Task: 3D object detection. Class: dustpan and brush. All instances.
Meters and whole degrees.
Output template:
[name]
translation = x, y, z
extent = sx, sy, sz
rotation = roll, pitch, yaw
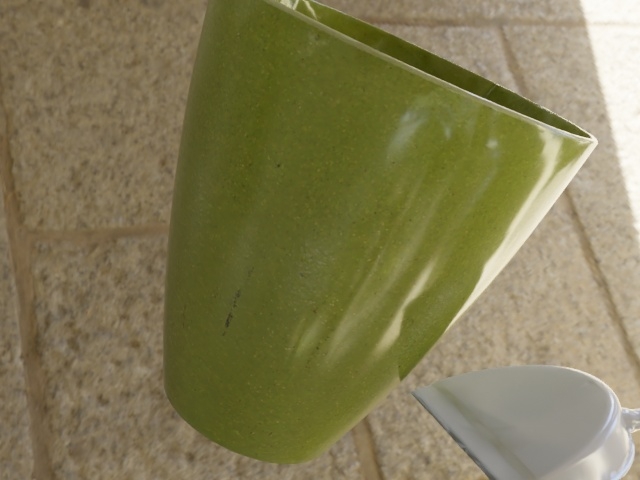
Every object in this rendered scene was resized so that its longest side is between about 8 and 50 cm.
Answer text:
[dustpan and brush]
translation = 0.190, 0.130, 0.640
extent = 0.211, 0.147, 0.060
rotation = -16, 113, -14

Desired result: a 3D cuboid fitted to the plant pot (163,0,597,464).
[plant pot]
translation = 0.000, 0.000, 0.637
extent = 0.274, 0.294, 0.275
rotation = 23, 16, -7
